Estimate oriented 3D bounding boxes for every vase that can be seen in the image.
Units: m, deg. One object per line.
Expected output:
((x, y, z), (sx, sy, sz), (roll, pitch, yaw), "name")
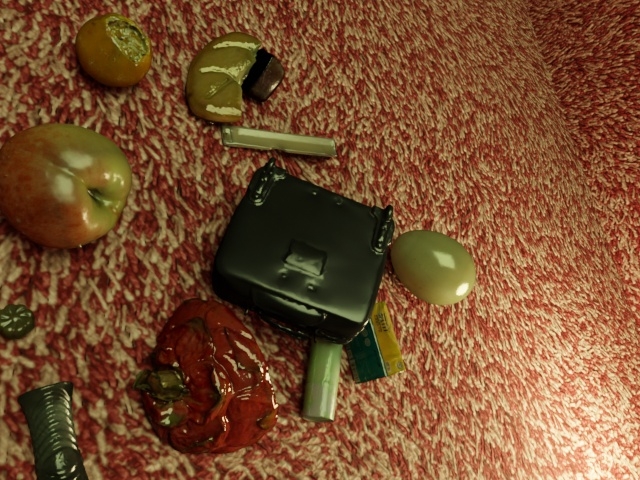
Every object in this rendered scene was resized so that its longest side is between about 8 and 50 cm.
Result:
((-0.391, 0.339, 0.724), (0.115, 0.115, 0.237), (-8, 69, -40), "vase")

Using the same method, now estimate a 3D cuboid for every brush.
((-0.105, -0.253, 1.271), (0.321, 0.050, 0.060), (2, 70, -29), "brush")

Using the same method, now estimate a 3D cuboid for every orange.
((-0.438, -0.407, 1.030), (0.154, 0.134, 0.155), (12, 64, -25), "orange")

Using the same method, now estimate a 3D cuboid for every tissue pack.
((0.121, 0.241, 1.144), (0.082, 0.120, 0.169), (-2, 69, -36), "tissue pack")

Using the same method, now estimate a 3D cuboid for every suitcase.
((-0.034, 0.034, 1.041), (0.345, 0.188, 0.339), (23, 57, -6), "suitcase")

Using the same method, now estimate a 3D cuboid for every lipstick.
((0.013, 0.247, 1.091), (0.076, 0.076, 0.304), (24, 56, -26), "lipstick")

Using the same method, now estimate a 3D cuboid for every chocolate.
((-0.145, -0.443, 1.291), (0.080, 0.125, 0.149), (35, 45, -40), "chocolate")

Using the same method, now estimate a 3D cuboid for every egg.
((0.305, 0.070, 1.324), (0.253, 0.188, 0.189), (32, 52, -8), "egg")

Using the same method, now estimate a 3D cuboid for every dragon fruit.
((-0.202, 0.259, 0.870), (0.205, 0.152, 0.317), (-29, 88, -41), "dragon fruit")

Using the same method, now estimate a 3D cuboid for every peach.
((-0.455, -0.100, 0.844), (0.232, 0.232, 0.233), (17, 59, -30), "peach")

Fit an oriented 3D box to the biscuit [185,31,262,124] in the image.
((-0.248, -0.421, 1.214), (0.154, 0.045, 0.299), (15, 63, -11), "biscuit")

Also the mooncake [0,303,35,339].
((-0.609, 0.042, 0.738), (0.346, 0.057, 0.150), (26, 42, -33), "mooncake")
